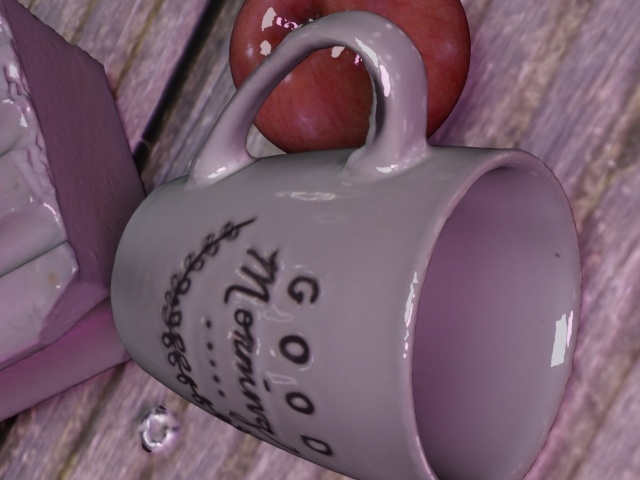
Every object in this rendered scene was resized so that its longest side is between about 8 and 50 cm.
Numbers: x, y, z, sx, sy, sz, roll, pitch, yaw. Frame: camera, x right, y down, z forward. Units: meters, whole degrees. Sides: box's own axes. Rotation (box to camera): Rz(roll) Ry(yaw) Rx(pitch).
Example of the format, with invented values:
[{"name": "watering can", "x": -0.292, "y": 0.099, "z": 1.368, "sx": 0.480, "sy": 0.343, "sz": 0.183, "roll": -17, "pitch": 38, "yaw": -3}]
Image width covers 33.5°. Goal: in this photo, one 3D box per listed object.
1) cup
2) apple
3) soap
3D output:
[{"name": "cup", "x": 0.000, "y": 0.000, "z": 0.598, "sx": 0.234, "sy": 0.186, "sz": 0.258, "roll": 9, "pitch": 118, "yaw": 36}, {"name": "apple", "x": 0.015, "y": -0.121, "z": 0.673, "sx": 0.153, "sy": 0.120, "sz": 0.153, "roll": -6, "pitch": 77, "yaw": 27}, {"name": "soap", "x": -0.274, "y": 0.002, "z": 0.775, "sx": 0.302, "sy": 0.159, "sz": 0.257, "roll": -27, "pitch": 72, "yaw": 18}]
